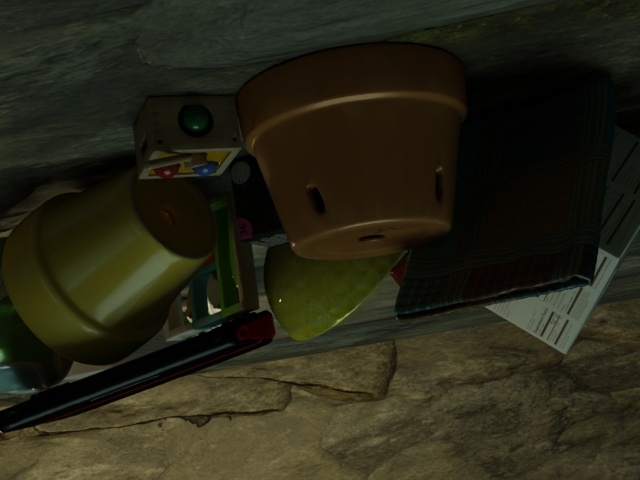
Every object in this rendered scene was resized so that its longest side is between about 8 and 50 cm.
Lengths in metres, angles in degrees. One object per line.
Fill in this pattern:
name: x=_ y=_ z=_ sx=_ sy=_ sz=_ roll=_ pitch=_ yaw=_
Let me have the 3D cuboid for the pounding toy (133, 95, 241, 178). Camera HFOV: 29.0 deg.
pounding toy: x=-0.171 y=-0.118 z=1.527 sx=0.130 sy=0.100 sz=0.141 roll=-4 pitch=167 yaw=-20

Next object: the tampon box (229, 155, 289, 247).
tampon box: x=-0.034 y=-0.068 z=1.786 sx=0.161 sy=0.120 sz=0.101 roll=-15 pitch=166 yaw=25

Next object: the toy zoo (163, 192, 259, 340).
toy zoo: x=-0.205 y=0.054 z=2.051 sx=0.030 sy=0.192 sz=0.293 roll=3 pitch=164 yaw=-38

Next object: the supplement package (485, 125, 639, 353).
supplement package: x=0.361 y=-0.008 z=1.739 sx=0.145 sy=0.204 sz=0.262 roll=31 pitch=148 yaw=13

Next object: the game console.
game console: x=-0.265 y=0.190 z=1.859 sx=0.386 sy=0.060 sz=0.342 roll=-21 pitch=174 yaw=5

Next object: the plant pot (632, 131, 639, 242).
plant pot: x=0.583 y=-0.051 z=1.838 sx=0.271 sy=0.255 sz=0.271 roll=-19 pitch=171 yaw=-3

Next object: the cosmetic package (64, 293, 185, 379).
cosmetic package: x=-0.366 y=0.138 z=2.244 sx=0.138 sy=0.225 sz=0.224 roll=-16 pitch=165 yaw=29

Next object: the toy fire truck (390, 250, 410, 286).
toy fire truck: x=0.229 y=-0.051 z=1.790 sx=0.302 sy=0.169 sz=0.254 roll=-41 pitch=179 yaw=-44

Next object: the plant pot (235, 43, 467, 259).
plant pot: x=0.049 y=-0.095 z=1.538 sx=0.290 sy=0.204 sz=0.291 roll=-7 pitch=168 yaw=-2

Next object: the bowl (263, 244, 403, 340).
bowl: x=0.000 y=0.000 z=1.957 sx=0.156 sy=0.289 sz=0.289 roll=43 pitch=147 yaw=-14

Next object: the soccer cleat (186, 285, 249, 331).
soccer cleat: x=-0.222 y=0.148 z=2.622 sx=0.143 sy=0.116 sz=0.331 roll=-9 pitch=168 yaw=1

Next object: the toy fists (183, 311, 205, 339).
toy fists: x=-0.346 y=0.213 z=2.663 sx=0.142 sy=0.096 sz=0.279 roll=-37 pitch=150 yaw=2

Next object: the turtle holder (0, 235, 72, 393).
turtle holder: x=-0.515 y=0.135 z=1.907 sx=0.320 sy=0.243 sz=0.227 roll=-24 pitch=132 yaw=-6

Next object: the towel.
towel: x=0.243 y=-0.059 z=1.595 sx=0.271 sy=0.370 sz=0.040 roll=-15 pitch=127 yaw=32

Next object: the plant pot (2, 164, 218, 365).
plant pot: x=-0.285 y=0.017 z=1.774 sx=0.239 sy=0.254 sz=0.254 roll=-35 pitch=154 yaw=32
